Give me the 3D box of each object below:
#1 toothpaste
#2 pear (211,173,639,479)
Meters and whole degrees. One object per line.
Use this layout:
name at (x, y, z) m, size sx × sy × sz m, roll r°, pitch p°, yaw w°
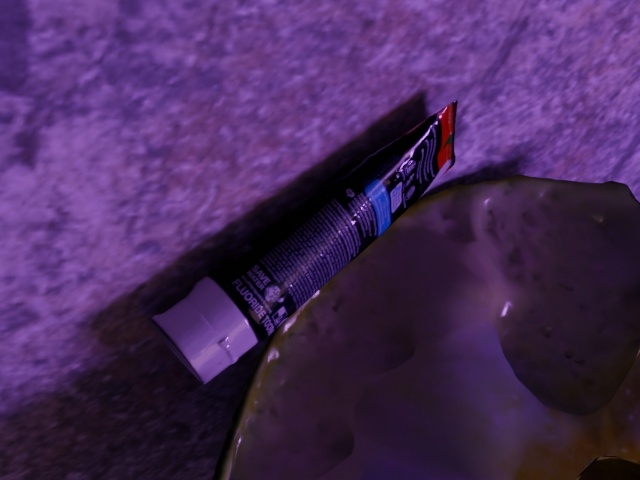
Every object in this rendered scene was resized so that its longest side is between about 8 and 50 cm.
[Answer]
toothpaste at (0.000, 0.000, 0.696) m, size 0.193 × 0.045 × 0.071 m, roll -39°, pitch 158°, yaw -12°
pear at (0.127, 0.168, 0.749) m, size 0.399 × 0.398 × 0.165 m, roll -26°, pitch 160°, yaw -20°
